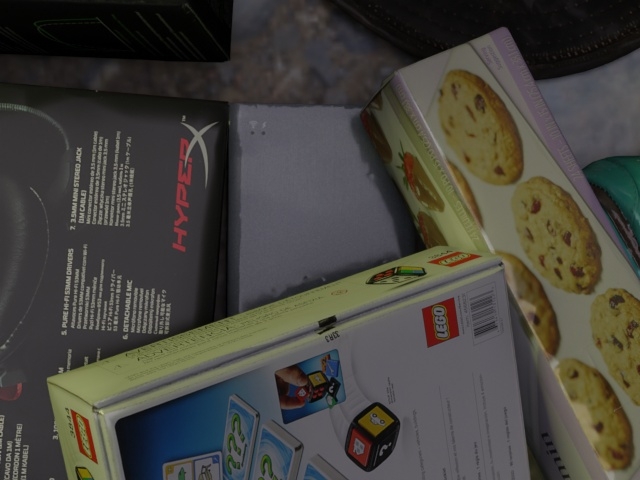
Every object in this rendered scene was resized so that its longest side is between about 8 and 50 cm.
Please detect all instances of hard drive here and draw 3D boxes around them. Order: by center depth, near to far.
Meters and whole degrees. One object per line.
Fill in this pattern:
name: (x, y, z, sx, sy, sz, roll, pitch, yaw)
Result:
hard drive: (0.000, 0.000, 0.639, 0.094, 0.022, 0.135, 0, 88, -6)

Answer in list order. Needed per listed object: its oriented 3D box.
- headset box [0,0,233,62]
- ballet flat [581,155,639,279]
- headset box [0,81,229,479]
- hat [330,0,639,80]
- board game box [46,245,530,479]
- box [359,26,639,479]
headset box: (-0.179, -0.213, 0.558, 0.283, 0.131, 0.246, 4, 88, 4)
ballet flat: (0.197, 0.069, 0.631, 0.087, 0.083, 0.247, -23, 92, -20)
headset box: (-0.195, 0.037, 0.572, 0.293, 0.110, 0.218, 4, 88, -6)
hat: (0.094, -0.247, 0.604, 0.331, 0.134, 0.331, 0, 89, -5)
board game box: (0.010, 0.174, 0.545, 0.193, 0.053, 0.305, -17, 107, -30)
box: (0.122, 0.061, 0.579, 0.067, 0.063, 0.324, -24, 84, -18)
